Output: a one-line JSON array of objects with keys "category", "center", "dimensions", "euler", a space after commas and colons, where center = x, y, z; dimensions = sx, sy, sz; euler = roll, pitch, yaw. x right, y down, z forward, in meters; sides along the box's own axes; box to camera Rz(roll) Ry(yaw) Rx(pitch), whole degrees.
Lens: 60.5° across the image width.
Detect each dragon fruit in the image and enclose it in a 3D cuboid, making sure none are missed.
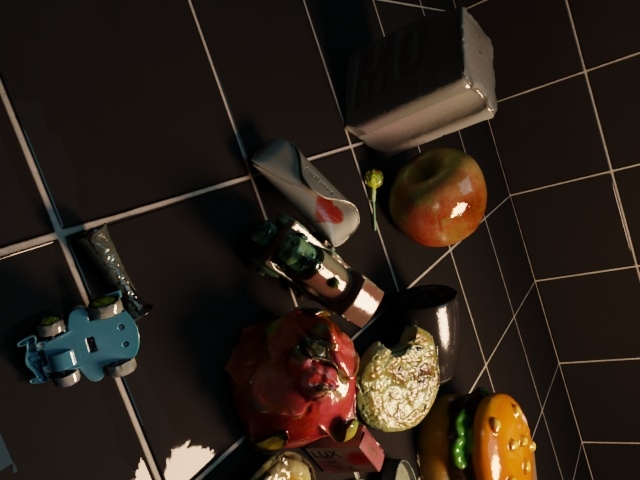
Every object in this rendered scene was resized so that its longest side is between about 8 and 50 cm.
[{"category": "dragon fruit", "center": [-0.022, 0.286, 1.145], "dimensions": [0.306, 0.226, 0.305], "euler": [26, 56, -47]}]

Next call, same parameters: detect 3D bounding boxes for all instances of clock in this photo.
[{"category": "clock", "center": [0.215, 0.692, 1.454], "dimensions": [0.215, 0.042, 0.214], "euler": [45, 38, -52]}]

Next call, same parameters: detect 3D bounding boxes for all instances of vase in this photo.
[{"category": "vase", "center": [-0.344, 0.056, 0.917], "dimensions": [0.059, 0.059, 0.166], "euler": [-44, 114, -51]}]

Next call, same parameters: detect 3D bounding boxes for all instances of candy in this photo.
[{"category": "candy", "center": [0.166, -0.128, 1.706], "dimensions": [0.058, 0.062, 0.193], "euler": [156, -67, -81]}]

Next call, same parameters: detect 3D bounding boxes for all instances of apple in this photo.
[{"category": "apple", "center": [0.381, -0.130, 1.761], "dimensions": [0.277, 0.319, 0.319], "euler": [48, 44, -33]}]

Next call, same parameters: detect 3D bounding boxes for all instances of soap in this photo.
[{"category": "soap", "center": [0.296, -0.481, 1.665], "dimensions": [0.213, 0.435, 0.349], "euler": [30, 59, -40]}]

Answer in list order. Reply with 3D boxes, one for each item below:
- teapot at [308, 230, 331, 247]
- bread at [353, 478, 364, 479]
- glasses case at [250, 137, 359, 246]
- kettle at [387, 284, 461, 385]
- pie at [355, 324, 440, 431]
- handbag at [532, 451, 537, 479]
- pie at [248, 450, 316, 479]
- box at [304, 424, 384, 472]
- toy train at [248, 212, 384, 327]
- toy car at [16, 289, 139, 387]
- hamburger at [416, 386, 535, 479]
[{"category": "teapot", "center": [0.000, 0.000, 1.384], "dimensions": [0.085, 0.110, 0.080], "euler": [23, 63, -4]}, {"category": "bread", "center": [0.097, 0.715, 1.323], "dimensions": [0.267, 0.041, 0.266], "euler": [22, 62, -49]}, {"category": "glasses case", "center": [-0.031, -0.118, 1.287], "dimensions": [0.308, 0.083, 0.128], "euler": [45, 31, -4]}, {"category": "kettle", "center": [0.341, 0.290, 1.674], "dimensions": [0.268, 0.208, 0.290], "euler": [-33, 114, -59]}, {"category": "pie", "center": [0.213, 0.379, 1.483], "dimensions": [0.303, 0.067, 0.302], "euler": [-6, 101, -31]}, {"category": "handbag", "center": [0.720, 0.881, 2.043], "dimensions": [0.283, 0.149, 0.301], "euler": [28, 55, -49]}, {"category": "pie", "center": [-0.084, 0.586, 1.079], "dimensions": [0.339, 0.077, 0.338], "euler": [5, 85, -56]}, {"category": "box", "center": [0.055, 0.475, 1.247], "dimensions": [0.111, 0.156, 0.060], "euler": [57, 32, -28]}, {"category": "toy train", "center": [-0.016, 0.064, 1.214], "dimensions": [0.304, 0.222, 0.150], "euler": [39, 82, -39]}, {"category": "toy car", "center": [-0.365, 0.152, 0.844], "dimensions": [0.162, 0.098, 0.126], "euler": [-15, 109, -18]}, {"category": "hamburger", "center": [0.512, 0.662, 1.712], "dimensions": [0.396, 0.278, 0.395], "euler": [20, 64, -49]}]
